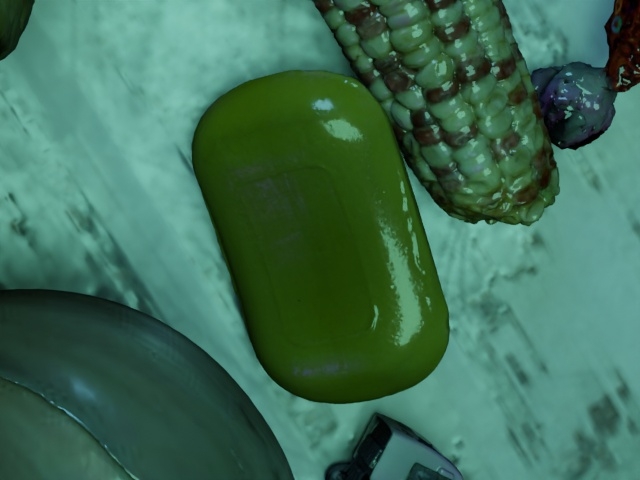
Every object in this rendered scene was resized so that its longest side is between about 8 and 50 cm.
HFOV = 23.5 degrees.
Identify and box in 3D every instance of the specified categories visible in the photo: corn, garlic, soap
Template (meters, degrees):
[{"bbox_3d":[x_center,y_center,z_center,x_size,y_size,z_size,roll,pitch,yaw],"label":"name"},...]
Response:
[{"bbox_3d":[0.027,-0.108,0.607,0.079,0.079,0.237,-29,102,-5],"label":"corn"},{"bbox_3d":[-0.120,0.133,0.551,0.237,0.210,0.292,-40,93,-9],"label":"garlic"},{"bbox_3d":[0.000,-0.001,0.622,0.089,0.045,0.140,-11,105,27],"label":"soap"}]

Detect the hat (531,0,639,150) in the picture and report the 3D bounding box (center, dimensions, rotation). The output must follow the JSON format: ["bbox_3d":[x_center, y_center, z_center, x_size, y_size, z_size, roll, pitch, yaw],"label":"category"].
[{"bbox_3d":[0.159,-0.130,0.612,0.129,0.140,0.227,33,103,-2],"label":"hat"}]

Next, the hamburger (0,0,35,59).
[{"bbox_3d":[-0.230,-0.059,0.464,0.319,0.318,0.158,-27,104,-5],"label":"hamburger"}]

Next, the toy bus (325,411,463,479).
[{"bbox_3d":[0.014,0.141,0.657,0.052,0.037,0.130,27,93,-14],"label":"toy bus"}]
